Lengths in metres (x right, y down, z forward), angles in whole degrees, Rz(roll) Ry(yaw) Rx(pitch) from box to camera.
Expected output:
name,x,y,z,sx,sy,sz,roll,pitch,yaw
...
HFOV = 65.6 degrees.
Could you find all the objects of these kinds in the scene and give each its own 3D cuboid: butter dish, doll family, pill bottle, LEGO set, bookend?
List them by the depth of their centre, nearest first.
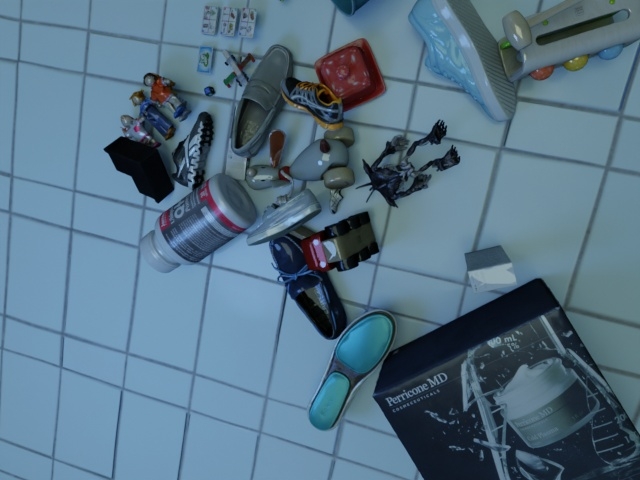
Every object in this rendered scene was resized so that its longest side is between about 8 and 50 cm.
name,x,y,z,sx,sy,sz,roll,pitch,yaw
butter dish,0.067,-0.428,1.282,0.160,0.118,0.160,-21,94,17
LEGO set,-0.260,-0.525,1.400,0.183,0.060,0.244,15,102,24
pill bottle,-0.357,-0.038,1.424,0.319,0.176,0.176,-33,90,17
doll family,-0.479,-0.386,1.447,0.163,0.118,0.263,48,125,-4
bookend,-0.536,-0.209,1.475,0.156,0.072,0.157,21,143,26

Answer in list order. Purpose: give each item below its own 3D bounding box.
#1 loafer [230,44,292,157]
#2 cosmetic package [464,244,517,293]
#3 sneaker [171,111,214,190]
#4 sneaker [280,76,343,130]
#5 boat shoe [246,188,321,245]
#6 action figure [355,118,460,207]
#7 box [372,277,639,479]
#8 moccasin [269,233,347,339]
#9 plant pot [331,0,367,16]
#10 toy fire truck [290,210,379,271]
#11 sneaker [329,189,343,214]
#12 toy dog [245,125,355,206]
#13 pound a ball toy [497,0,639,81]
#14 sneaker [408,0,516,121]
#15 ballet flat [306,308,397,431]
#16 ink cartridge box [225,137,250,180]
name,x,y,z,sx,sy,sz,roll,pitch,yaw
loafer,-0.158,-0.376,1.340,0.112,0.111,0.319,20,96,3
cosmetic package,0.411,0.067,1.213,0.099,0.239,0.060,-16,94,17
sneaker,-0.381,-0.264,1.444,0.106,0.078,0.234,17,105,8
sneaker,-0.016,-0.372,1.280,0.215,0.084,0.083,38,144,21
boat shoe,-0.105,-0.061,1.293,0.228,0.079,0.081,-28,79,19
action figure,0.222,-0.188,1.277,0.276,0.141,0.164,-26,101,43
box,0.466,0.427,1.236,0.480,0.297,0.471,-32,88,17
moccasin,-0.029,0.123,1.398,0.138,0.117,0.342,-38,89,17
plant pot,0.110,-0.721,1.159,0.255,0.271,0.271,-33,90,3
toy fire truck,0.000,0.000,1.332,0.246,0.217,0.158,-15,96,31
sneaker,0.045,-0.113,1.385,0.037,0.032,0.083,5,102,12
toy dog,-0.061,-0.203,1.316,0.334,0.161,0.220,-30,67,14
pound a ball toy,0.538,-0.440,1.079,0.319,0.208,0.135,-17,93,2
sneaker,0.347,-0.443,1.225,0.150,0.135,0.365,-20,104,52
ballet flat,0.089,0.354,1.403,0.139,0.139,0.400,31,101,8
ink cartridge box,-0.238,-0.235,1.438,0.063,0.029,0.115,11,101,13
